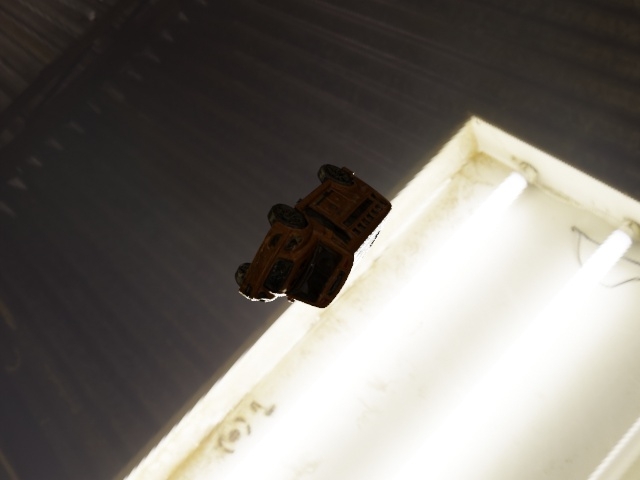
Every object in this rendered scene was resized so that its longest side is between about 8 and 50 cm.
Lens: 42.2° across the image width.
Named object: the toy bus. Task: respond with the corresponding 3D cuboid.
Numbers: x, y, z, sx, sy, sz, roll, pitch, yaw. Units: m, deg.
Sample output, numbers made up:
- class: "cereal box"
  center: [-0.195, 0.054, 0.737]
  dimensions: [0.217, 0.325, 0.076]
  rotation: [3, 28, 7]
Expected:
- class: "toy bus"
  center: [0.000, 0.000, 0.775]
  dimensions: [0.083, 0.088, 0.194]
  rotation: [-60, 173, 28]
